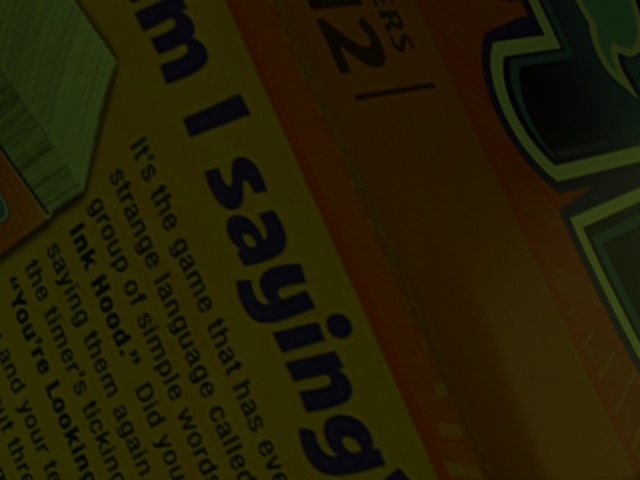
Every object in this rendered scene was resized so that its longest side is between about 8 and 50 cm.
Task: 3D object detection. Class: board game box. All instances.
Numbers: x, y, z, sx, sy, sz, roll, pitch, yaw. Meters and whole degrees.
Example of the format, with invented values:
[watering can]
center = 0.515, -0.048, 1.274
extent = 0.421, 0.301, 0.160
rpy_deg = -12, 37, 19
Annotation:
[board game box]
center = 0.000, 0.000, 0.624
extent = 0.356, 0.357, 0.356
rpy_deg = -13, 166, -47
